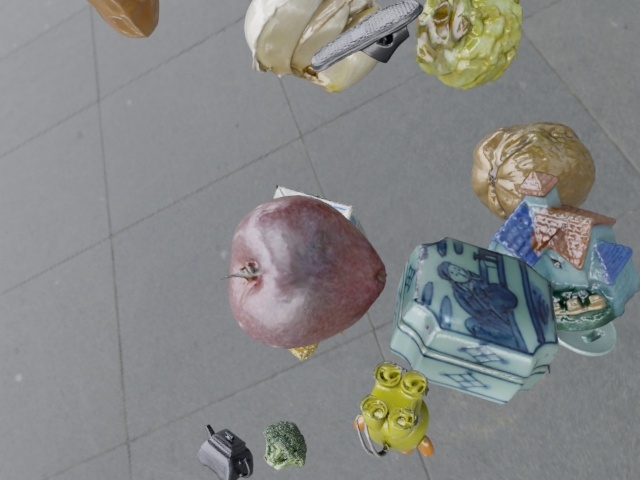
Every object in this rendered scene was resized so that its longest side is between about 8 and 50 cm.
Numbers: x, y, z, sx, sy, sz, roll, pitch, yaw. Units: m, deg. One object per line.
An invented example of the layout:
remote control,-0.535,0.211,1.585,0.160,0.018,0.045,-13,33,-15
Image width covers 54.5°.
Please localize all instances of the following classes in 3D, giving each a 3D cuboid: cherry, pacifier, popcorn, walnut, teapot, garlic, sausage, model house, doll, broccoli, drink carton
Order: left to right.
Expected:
sausage,-0.365,-0.457,1.110,0.120,0.241,0.136,-2,81,10
teapot,-0.226,0.508,1.509,0.177,0.087,0.096,26,113,35
broccoli,-0.106,0.619,1.875,0.162,0.146,0.137,29,85,15
cherry,-0.029,0.053,1.072,0.221,0.308,0.261,-172,84,-66
drink carton,0.000,0.000,1.513,0.194,0.324,0.132,18,79,18
garlic,0.003,-0.378,1.067,0.203,0.281,0.184,-49,40,34
doll,0.121,0.292,1.006,0.143,0.220,0.135,16,53,14
popcorn,0.345,-0.501,1.479,0.237,0.292,0.293,-14,49,-20
walnut,0.606,-0.194,1.757,0.306,0.344,0.305,8,100,57
model house,0.542,0.011,1.446,0.252,0.329,0.295,-41,35,-18
pacifier,0.756,0.166,1.832,0.288,0.269,0.343,-15,55,-34

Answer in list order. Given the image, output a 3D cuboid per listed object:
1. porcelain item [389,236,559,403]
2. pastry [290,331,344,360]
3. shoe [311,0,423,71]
porcelain item,0.286,0.137,1.161,0.286,0.157,0.281,18,38,2
pastry,-0.015,0.288,2.102,0.154,0.102,0.250,36,70,27
shoe,0.064,-0.252,0.803,0.159,0.053,0.062,-23,37,17
